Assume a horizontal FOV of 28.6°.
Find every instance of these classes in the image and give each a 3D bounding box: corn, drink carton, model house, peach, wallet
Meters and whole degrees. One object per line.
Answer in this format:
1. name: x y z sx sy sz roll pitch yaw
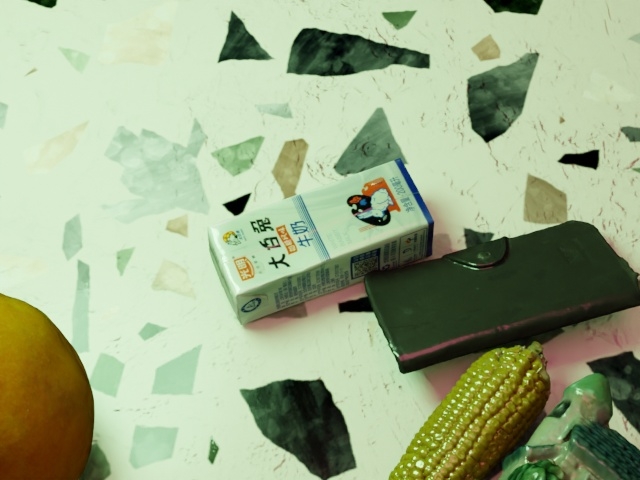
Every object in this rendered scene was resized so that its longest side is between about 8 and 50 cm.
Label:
1. corn: 0.201 0.259 1.693 0.119 0.119 0.322 36 67 18
2. drink carton: 0.000 0.000 1.842 0.315 0.106 0.130 -19 59 -10
3. model house: 0.392 0.327 1.590 0.298 0.243 0.284 39 64 8
4. peach: -0.457 0.235 1.597 0.342 0.343 0.302 -3 43 -1
5. wallet: 0.259 0.072 1.809 0.377 0.051 0.197 -14 42 -8
